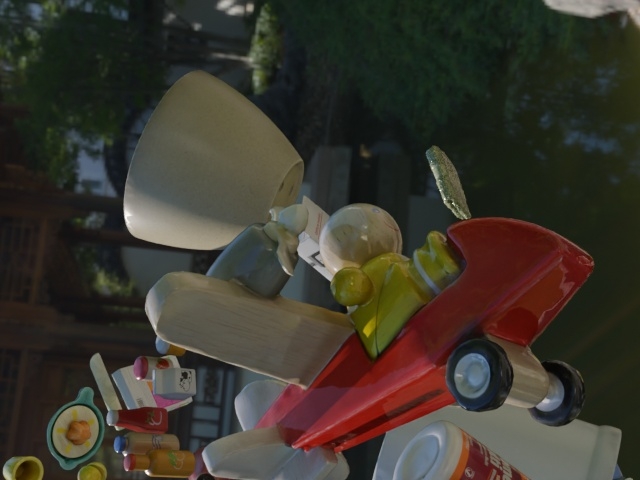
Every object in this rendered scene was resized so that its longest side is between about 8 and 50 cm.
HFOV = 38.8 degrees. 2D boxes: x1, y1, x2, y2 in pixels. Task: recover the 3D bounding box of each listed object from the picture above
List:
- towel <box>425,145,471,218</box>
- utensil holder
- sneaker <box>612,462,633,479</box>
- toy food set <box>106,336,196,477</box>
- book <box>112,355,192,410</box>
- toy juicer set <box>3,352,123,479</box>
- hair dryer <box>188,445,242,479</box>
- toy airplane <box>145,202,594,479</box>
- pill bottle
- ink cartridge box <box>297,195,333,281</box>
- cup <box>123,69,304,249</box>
[{"bbox_3d":[0.220,-0.096,1.558,0.148,0.027,0.110,30,-139,-66],"label":"towel"},{"bbox_3d":[0.318,0.443,1.678,0.327,0.385,0.328,17,-90,-72],"label":"utensil holder"},{"bbox_3d":[0.827,0.675,2.270,0.130,0.236,0.323,35,-136,-50],"label":"sneaker"},{"bbox_3d":[-0.264,0.250,1.395,0.111,0.104,0.232,-31,56,45],"label":"toy food set"},{"bbox_3d":[-0.298,0.264,1.632,0.144,0.035,0.096,-5,-115,-61],"label":"book"},{"bbox_3d":[-0.505,0.433,1.954,0.089,0.209,0.329,-1,43,44],"label":"toy juicer set"},{"bbox_3d":[-0.136,0.427,1.652,0.293,0.223,0.080,17,-100,-54],"label":"hair dryer"},{"bbox_3d":[0.043,0.098,0.909,0.386,0.384,0.273,90,171,-62],"label":"toy airplane"},{"bbox_3d":[0.211,0.339,1.173,0.121,0.221,0.121,-48,16,19],"label":"pill bottle"},{"bbox_3d":[0.000,0.000,1.934,0.060,0.180,0.104,-31,33,32],"label":"ink cartridge box"},{"bbox_3d":[-0.170,-0.113,1.659,0.331,0.236,0.331,23,-90,-79],"label":"cup"}]
